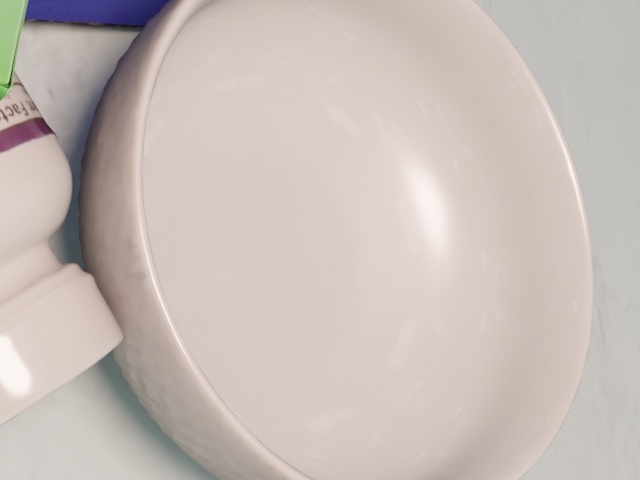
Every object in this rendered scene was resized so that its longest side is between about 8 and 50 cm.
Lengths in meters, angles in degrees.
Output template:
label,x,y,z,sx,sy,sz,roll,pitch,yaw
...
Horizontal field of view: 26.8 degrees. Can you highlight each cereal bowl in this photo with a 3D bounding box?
label,x,y,z,sx,sy,sz,roll,pitch,yaw
cereal bowl,0.000,0.000,0.791,0.339,0.141,0.339,12,71,-38

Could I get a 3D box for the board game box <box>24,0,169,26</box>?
label,x,y,z,sx,sy,sz,roll,pitch,yaw
board game box,-0.138,-0.285,0.775,0.232,0.141,0.291,-6,76,-50

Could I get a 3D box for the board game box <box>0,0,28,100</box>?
label,x,y,z,sx,sy,sz,roll,pitch,yaw
board game box,-0.205,-0.228,0.554,0.213,0.046,0.317,21,61,-31

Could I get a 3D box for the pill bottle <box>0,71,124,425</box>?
label,x,y,z,sx,sy,sz,roll,pitch,yaw
pill bottle,-0.222,-0.049,0.620,0.169,0.169,0.301,-35,96,-42
